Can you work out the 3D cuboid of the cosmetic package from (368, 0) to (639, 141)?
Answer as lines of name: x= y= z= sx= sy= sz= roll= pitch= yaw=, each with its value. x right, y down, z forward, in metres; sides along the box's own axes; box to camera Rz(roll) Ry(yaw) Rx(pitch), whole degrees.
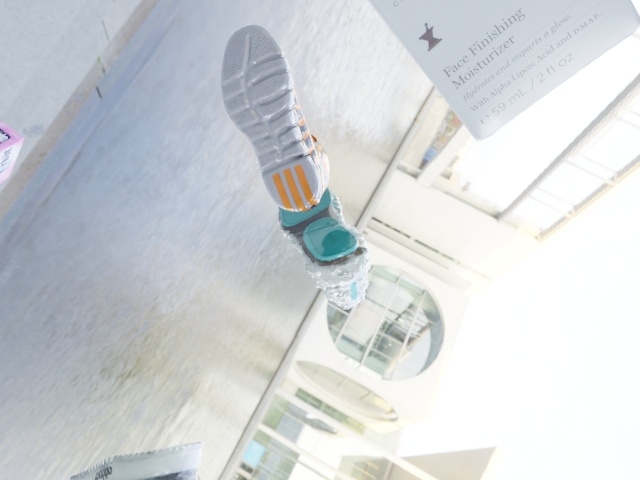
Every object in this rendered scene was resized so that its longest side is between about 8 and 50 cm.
cosmetic package: x=0.153 y=-0.227 z=0.384 sx=0.151 sy=0.183 sz=0.151 roll=-38 pitch=-162 yaw=27

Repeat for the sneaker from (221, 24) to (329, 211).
sneaker: x=-0.073 y=-0.210 z=0.743 sx=0.180 sy=0.124 sz=0.321 roll=-47 pitch=123 yaw=-75

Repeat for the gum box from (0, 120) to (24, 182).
gum box: x=-0.761 y=-0.182 z=0.915 sx=0.188 sy=0.062 sz=0.107 roll=-32 pitch=-154 yaw=38

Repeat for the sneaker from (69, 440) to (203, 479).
sneaker: x=-0.200 y=0.310 z=0.416 sx=0.293 sy=0.102 sz=0.146 roll=-45 pitch=-129 yaw=45

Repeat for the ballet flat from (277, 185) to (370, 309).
ballet flat: x=0.000 y=0.000 z=0.820 sx=0.147 sy=0.147 sz=0.409 roll=-64 pitch=-159 yaw=20
